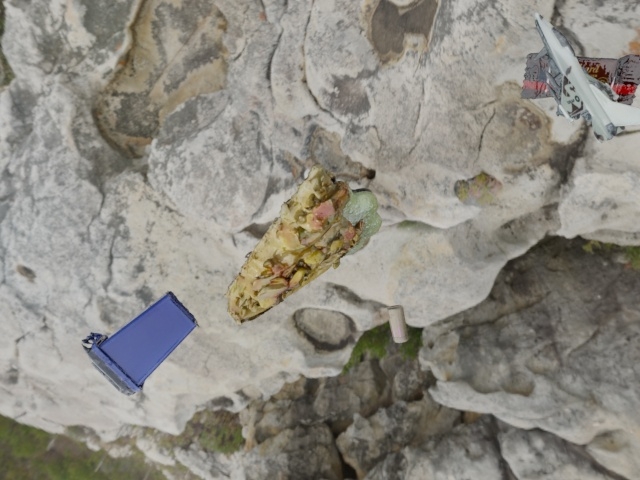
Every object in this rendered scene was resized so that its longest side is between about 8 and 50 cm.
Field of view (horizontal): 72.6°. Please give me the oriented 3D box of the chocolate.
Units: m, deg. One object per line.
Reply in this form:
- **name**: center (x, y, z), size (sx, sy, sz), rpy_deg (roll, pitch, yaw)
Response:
- **chocolate**: center (0.440, -0.277, 0.744), size (0.182, 0.028, 0.086), rpy_deg (16, 120, 35)

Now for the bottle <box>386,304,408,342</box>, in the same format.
- **bottle**: center (0.209, 0.225, 1.177), size (0.045, 0.045, 0.097), rpy_deg (-11, 89, 20)

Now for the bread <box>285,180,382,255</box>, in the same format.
- **bread**: center (0.049, -0.050, 1.055), size (0.207, 0.056, 0.286), rpy_deg (-35, 142, 24)

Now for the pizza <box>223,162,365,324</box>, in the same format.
- **pizza**: center (0.000, 0.000, 0.656), size (0.074, 0.251, 0.288), rpy_deg (48, 127, 14)

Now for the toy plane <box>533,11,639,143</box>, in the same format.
- **toy plane**: center (0.380, -0.235, 0.658), size (0.234, 0.159, 0.082), rpy_deg (54, 148, 16)

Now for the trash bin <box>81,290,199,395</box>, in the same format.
- **trash bin**: center (-0.440, 0.239, 1.089), size (0.234, 0.162, 0.184), rpy_deg (-43, 101, -14)
